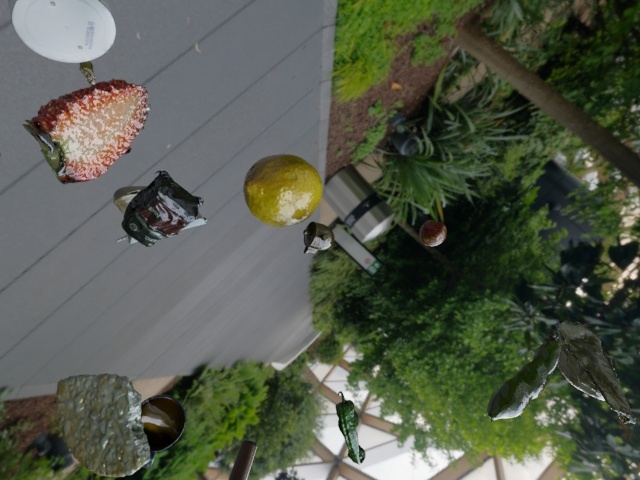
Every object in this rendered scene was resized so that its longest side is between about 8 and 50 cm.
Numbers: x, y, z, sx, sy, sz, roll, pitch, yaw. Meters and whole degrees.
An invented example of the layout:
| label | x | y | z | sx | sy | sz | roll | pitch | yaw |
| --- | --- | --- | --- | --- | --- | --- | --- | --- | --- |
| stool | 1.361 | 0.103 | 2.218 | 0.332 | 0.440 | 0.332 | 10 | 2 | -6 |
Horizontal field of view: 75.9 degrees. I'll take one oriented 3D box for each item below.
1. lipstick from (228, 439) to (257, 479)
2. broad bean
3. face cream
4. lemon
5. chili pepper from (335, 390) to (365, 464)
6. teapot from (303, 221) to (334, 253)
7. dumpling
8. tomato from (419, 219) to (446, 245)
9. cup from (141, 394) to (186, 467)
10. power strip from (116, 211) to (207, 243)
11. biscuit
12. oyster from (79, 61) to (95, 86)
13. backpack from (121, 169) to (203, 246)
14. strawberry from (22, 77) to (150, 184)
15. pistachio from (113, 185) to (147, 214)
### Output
| label | x | y | z | sx | sy | sz | roll | pitch | yaw |
| --- | --- | --- | --- | --- | --- | --- | --- | --- | --- |
| lipstick | -0.266 | 0.773 | 1.196 | 0.057 | 0.057 | 0.357 | 123 | -12 | -47 |
| broad bean | 0.390 | 0.263 | 0.771 | 0.254 | 0.065 | 0.046 | -30 | -171 | -30 |
| face cream | -0.309 | -0.318 | 0.468 | 0.095 | 0.214 | 0.096 | -21 | 162 | -7 |
| lemon | -0.093 | -0.130 | 1.059 | 0.256 | 0.188 | 0.188 | -7 | 142 | -50 |
| chili pepper | 0.102 | 0.648 | 1.403 | 0.074 | 0.257 | 0.100 | -7 | -170 | 15 |
| teapot | 0.000 | 0.000 | 1.021 | 0.110 | 0.080 | 0.085 | 13 | -92 | 63 |
| dumpling | 0.590 | 0.275 | 0.944 | 0.086 | 0.166 | 0.332 | -59 | 172 | 24 |
| tomato | 0.355 | -0.026 | 1.298 | 0.087 | 0.087 | 0.075 | -40 | 126 | -33 |
| cup | -0.388 | 0.433 | 0.952 | 0.150 | 0.113 | 0.138 | -50 | -178 | -28 |
| power strip | -0.451 | -0.038 | 1.174 | 0.252 | 0.060 | 0.027 | -18 | 127 | -26 |
| biscuit | -0.426 | 0.347 | 0.808 | 0.188 | 0.265 | 0.040 | -55 | 160 | 0 |
| oyster | -0.672 | -0.494 | 1.187 | 0.034 | 0.051 | 0.093 | -14 | 120 | -10 |
| backpack | -0.345 | -0.054 | 0.876 | 0.165 | 0.120 | 0.106 | -37 | -147 | 24 |
| strawberry | -0.592 | -0.299 | 1.065 | 0.306 | 0.137 | 0.234 | -50 | 160 | -32 |
| pistachio | -0.661 | -0.149 | 1.469 | 0.149 | 0.113 | 0.113 | -25 | 161 | -26 |
